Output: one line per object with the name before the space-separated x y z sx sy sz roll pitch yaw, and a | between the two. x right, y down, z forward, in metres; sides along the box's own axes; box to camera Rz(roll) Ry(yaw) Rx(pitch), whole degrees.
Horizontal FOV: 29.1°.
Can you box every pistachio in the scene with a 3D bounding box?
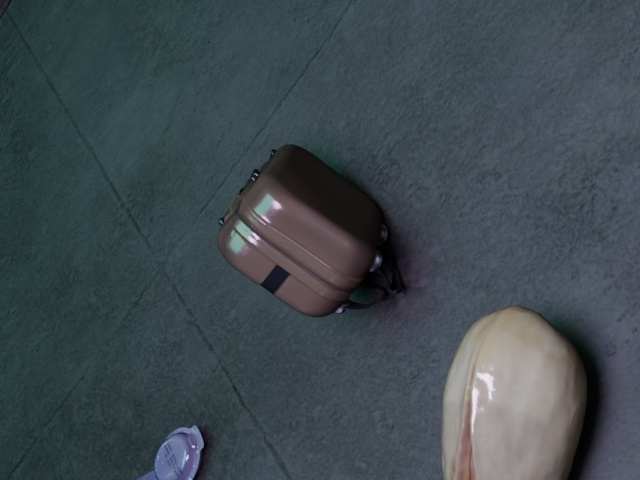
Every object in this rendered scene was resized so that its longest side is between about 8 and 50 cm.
pistachio | 0.235 0.232 1.566 0.187 0.187 0.299 5 84 45

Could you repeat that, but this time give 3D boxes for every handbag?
handbag | 0.000 0.000 1.825 0.149 0.283 0.302 -55 5 15

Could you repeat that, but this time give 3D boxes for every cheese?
cheese | -0.257 0.389 2.088 0.191 0.042 0.105 -48 47 22
